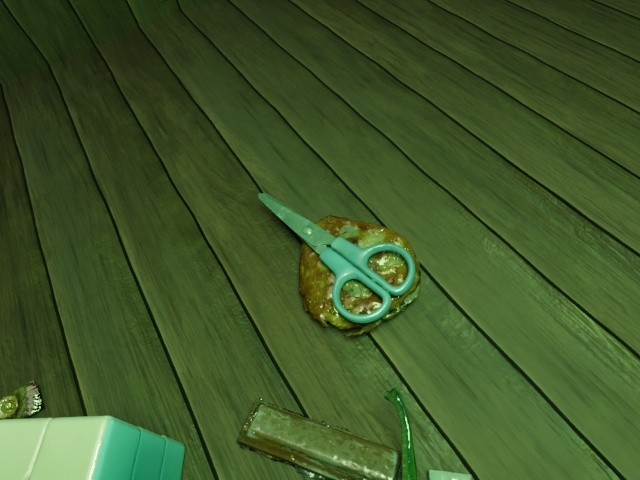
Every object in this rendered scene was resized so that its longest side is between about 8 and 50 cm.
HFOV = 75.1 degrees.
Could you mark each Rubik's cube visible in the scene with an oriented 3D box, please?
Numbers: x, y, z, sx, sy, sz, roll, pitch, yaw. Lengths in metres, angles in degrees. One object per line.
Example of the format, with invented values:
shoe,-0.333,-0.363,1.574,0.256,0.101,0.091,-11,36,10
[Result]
Rubik's cube,-0.417,0.454,0.637,0.291,0.290,0.292,-6,54,5

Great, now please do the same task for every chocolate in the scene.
chocolate,-0.001,0.380,0.761,0.329,0.065,0.102,12,59,18

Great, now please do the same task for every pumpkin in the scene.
pumpkin,-0.648,0.360,0.895,0.101,0.035,0.073,-28,68,-15

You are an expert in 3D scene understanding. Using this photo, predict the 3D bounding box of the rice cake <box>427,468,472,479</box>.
rice cake,0.222,0.491,0.665,0.080,0.042,0.222,-3,55,8

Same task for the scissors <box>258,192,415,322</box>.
scissors,0.000,0.000,0.939,0.192,0.029,0.447,-45,59,-13

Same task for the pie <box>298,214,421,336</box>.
pie,0.086,0.073,0.944,0.308,0.085,0.308,-4,56,6

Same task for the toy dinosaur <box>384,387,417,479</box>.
toy dinosaur,0.177,0.456,0.559,0.447,0.087,0.301,34,99,50
